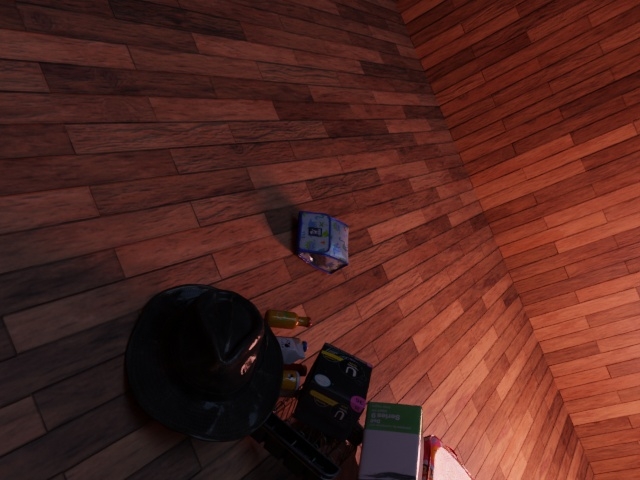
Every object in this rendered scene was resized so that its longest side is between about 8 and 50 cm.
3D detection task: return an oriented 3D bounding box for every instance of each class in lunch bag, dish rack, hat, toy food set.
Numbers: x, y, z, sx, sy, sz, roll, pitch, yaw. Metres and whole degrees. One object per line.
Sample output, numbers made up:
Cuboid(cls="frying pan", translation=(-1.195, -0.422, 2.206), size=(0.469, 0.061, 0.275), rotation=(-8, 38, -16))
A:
Cuboid(cls="lunch bag", translation=(0.328, 0.667, 1.699), size=(0.293, 0.120, 0.258), rotation=(52, 33, -21))
Cuboid(cls="dish rack", translation=(-0.011, 0.391, 1.332), size=(0.208, 0.074, 0.271), rotation=(36, 25, 18))
Cuboid(cls="lunch bag", translation=(0.000, 0.000, 1.687), size=(0.151, 0.096, 0.129), rotation=(23, 52, -31))
Cuboid(cls="hat", translation=(-0.180, 0.187, 1.146), size=(0.331, 0.134, 0.331), rotation=(22, 42, -21))
Cuboid(cls="toy food set", translation=(-0.059, 0.252, 1.354), size=(0.104, 0.111, 0.232), rotation=(8, 26, -19))

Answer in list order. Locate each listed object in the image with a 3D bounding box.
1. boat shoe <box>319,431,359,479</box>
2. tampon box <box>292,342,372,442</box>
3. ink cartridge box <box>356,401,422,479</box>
Cuboid(cls="boat shoe", translation=(0.024, 0.489, 1.379), size=(0.096, 0.098, 0.277), rotation=(30, 22, -12))
Cuboid(cls="tampon box", translation=(0.028, 0.313, 1.320), size=(0.120, 0.101, 0.161), rotation=(26, 22, 0))
Cuboid(cls="ink cartridge box", translation=(0.139, 0.506, 1.273), size=(0.211, 0.121, 0.289), rotation=(81, 17, -44))
